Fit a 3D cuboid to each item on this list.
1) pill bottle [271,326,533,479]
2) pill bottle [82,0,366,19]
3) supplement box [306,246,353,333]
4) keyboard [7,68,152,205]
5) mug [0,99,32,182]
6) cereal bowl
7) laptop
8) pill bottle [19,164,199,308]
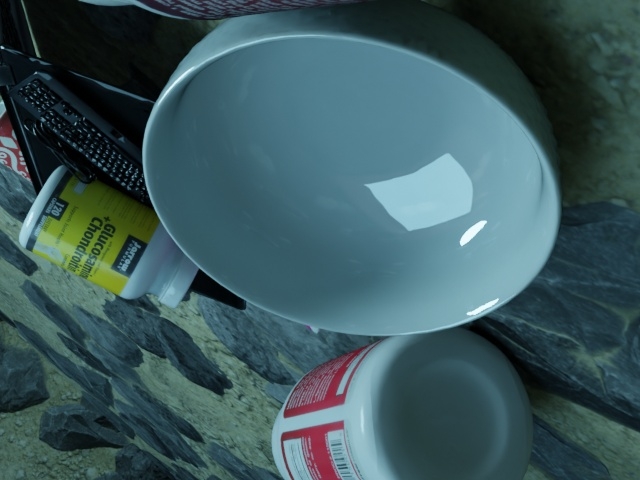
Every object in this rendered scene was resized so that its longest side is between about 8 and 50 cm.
[{"bbox_3d":[0.078,0.255,1.158,0.229,0.229,0.408,42,154,-6],"label":"pill bottle"},{"bbox_3d":[-0.034,-0.250,0.517,0.392,0.224,0.224,9,141,45],"label":"pill bottle"},{"bbox_3d":[0.000,0.000,0.992,0.111,0.114,0.220,35,155,9],"label":"supplement box"},{"bbox_3d":[-0.236,-0.089,0.893,0.100,0.038,0.192,-13,133,46],"label":"keyboard"},{"bbox_3d":[-0.414,-0.148,1.324,0.113,0.150,0.169,-30,123,34],"label":"mug"},{"bbox_3d":[0.032,-0.073,0.742,0.339,0.141,0.339,8,139,7],"label":"cereal bowl"},{"bbox_3d":[-0.241,-0.155,1.048,0.382,0.236,0.407,101,157,-59],"label":"laptop"},{"bbox_3d":[-0.225,0.001,0.963,0.184,0.103,0.103,28,156,-11],"label":"pill bottle"}]
